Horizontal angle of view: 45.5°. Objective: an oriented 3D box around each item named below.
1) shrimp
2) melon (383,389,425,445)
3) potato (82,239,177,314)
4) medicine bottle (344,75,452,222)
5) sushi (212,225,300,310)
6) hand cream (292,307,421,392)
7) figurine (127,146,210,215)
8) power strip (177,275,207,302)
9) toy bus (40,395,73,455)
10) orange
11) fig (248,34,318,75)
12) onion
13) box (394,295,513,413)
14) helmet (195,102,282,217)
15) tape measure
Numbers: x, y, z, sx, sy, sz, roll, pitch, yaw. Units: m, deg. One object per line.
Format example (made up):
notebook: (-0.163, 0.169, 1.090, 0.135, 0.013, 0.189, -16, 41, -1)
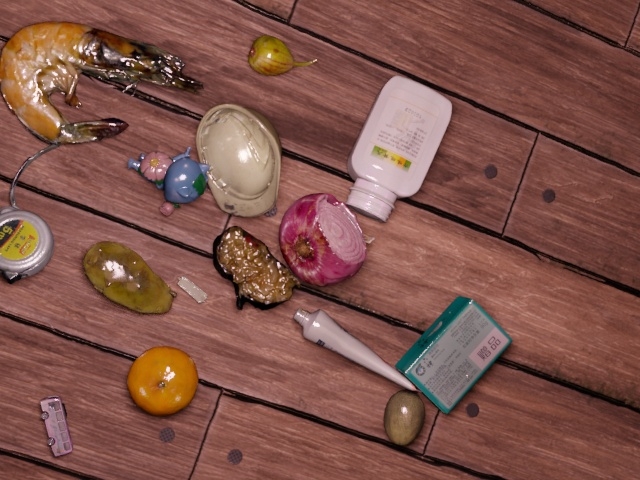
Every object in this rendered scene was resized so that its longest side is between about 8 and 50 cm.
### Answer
shrimp: (-0.483, -0.338, 1.685, 0.445, 0.085, 0.272, 5, 92, -8)
melon: (0.199, 0.421, 1.812, 0.098, 0.098, 0.130, 9, 92, -11)
potato: (-0.425, 0.088, 1.695, 0.225, 0.090, 0.117, 37, 78, -16)
medicine bottle: (0.170, -0.207, 1.789, 0.179, 0.124, 0.324, 24, 85, -8)
sushi: (-0.164, 0.071, 1.731, 0.147, 0.115, 0.212, -41, 98, -8)
hand cream: (0.085, 0.257, 1.785, 0.341, 0.124, 0.077, 32, 83, -5)
figurine: (-0.337, -0.136, 1.710, 0.178, 0.144, 0.114, 23, 48, 9)
power strip: (-0.296, 0.111, 1.755, 0.083, 0.017, 0.027, 42, 82, -9)
toy bus: (-0.586, 0.411, 1.694, 0.052, 0.037, 0.130, -13, 94, -12)
orange: (-0.349, 0.312, 1.694, 0.156, 0.124, 0.156, 0, 90, -14)
fig: (-0.082, -0.416, 1.756, 0.166, 0.093, 0.093, 11, 88, -12)
onion: (-0.007, 0.005, 1.731, 0.200, 0.200, 0.207, -45, 112, -7)
box: (0.319, 0.271, 1.836, 0.245, 0.092, 0.153, -45, 99, -6)
helmet: (-0.159, -0.195, 1.722, 0.204, 0.137, 0.257, -1, 111, 25)
tape measure: (-0.625, -0.062, 1.680, 0.164, 0.084, 0.330, 32, 67, -10)
